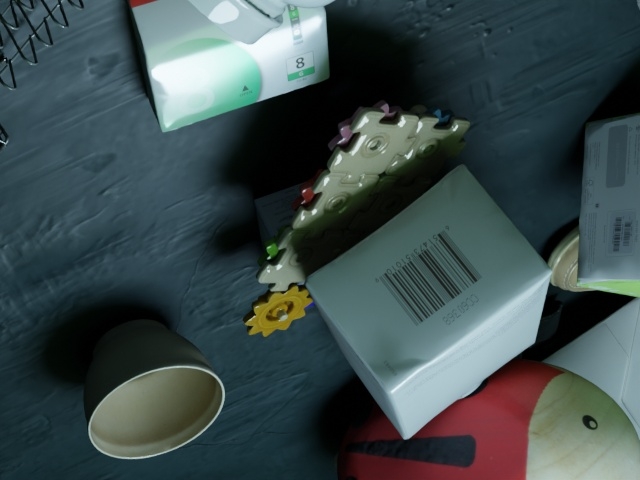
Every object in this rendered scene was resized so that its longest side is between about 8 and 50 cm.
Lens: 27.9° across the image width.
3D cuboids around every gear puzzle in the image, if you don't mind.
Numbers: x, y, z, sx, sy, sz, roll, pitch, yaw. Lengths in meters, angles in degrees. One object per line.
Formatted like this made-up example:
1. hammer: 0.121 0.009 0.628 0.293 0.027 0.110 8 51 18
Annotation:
1. gear puzzle: 0.017 -0.019 1.379 0.176 0.044 0.339 0 135 -43

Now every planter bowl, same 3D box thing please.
1. planter bowl: -0.206 0.161 1.499 0.162 0.109 0.162 -17 140 -15

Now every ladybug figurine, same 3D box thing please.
1. ladybug figurine: 0.191 0.292 1.680 0.449 0.305 0.162 -10 155 35

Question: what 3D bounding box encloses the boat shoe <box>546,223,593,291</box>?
1. boat shoe: 0.468 0.009 1.732 0.341 0.110 0.121 -17 140 -14

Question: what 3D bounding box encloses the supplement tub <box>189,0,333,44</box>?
1. supplement tub: -0.001 -0.326 0.996 0.316 0.228 0.228 -40 140 14

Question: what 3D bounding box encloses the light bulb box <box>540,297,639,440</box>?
1. light bulb box: 0.503 0.323 1.864 0.225 0.358 0.361 -35 150 8

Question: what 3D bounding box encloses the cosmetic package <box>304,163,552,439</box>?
1. cosmetic package: 0.128 0.086 1.462 0.217 0.156 0.385 -36 165 -6

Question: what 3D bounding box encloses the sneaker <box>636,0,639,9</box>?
1. sneaker: 0.451 -0.360 1.327 0.182 0.127 0.315 -18 147 -19

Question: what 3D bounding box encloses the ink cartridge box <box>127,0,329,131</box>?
1. ink cartridge box: -0.087 -0.220 1.201 0.181 0.056 0.224 -19 142 -12

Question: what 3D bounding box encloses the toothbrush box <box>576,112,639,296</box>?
1. toothbrush box: 0.460 -0.028 1.584 0.283 0.206 0.122 11 170 -35

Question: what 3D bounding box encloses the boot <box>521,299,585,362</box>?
1. boot: 0.330 0.124 1.832 0.121 0.045 0.099 -18 134 -16

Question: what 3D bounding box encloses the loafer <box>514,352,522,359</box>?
1. loafer: 0.244 0.177 1.824 0.078 0.076 0.223 -43 151 -46

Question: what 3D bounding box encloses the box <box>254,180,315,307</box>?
1. box: 0.000 0.000 1.475 0.126 0.072 0.137 -20 140 -10

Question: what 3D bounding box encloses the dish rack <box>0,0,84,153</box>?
1. dish rack: -0.299 -0.204 1.076 0.271 0.074 0.208 -46 139 20
